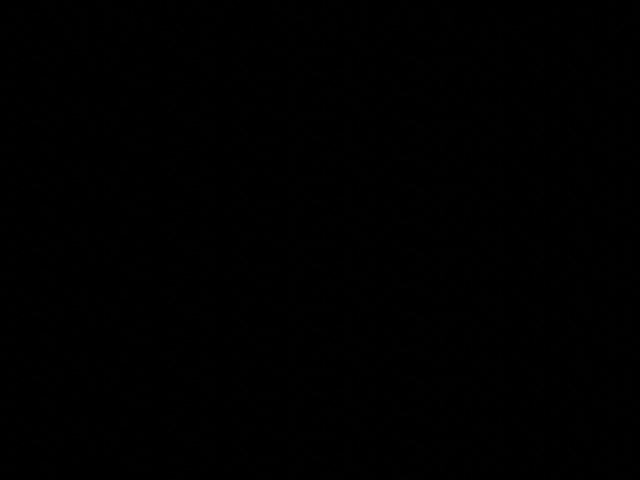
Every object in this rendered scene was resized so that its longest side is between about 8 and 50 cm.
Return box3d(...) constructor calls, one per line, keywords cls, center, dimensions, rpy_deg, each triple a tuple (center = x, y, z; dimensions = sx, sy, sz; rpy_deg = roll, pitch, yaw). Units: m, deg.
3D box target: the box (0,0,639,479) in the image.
box3d(cls="box", center=(0.000, 0.000, 0.136), dimensions=(0.297, 0.480, 0.472), rpy_deg=(44, -174, -24))
